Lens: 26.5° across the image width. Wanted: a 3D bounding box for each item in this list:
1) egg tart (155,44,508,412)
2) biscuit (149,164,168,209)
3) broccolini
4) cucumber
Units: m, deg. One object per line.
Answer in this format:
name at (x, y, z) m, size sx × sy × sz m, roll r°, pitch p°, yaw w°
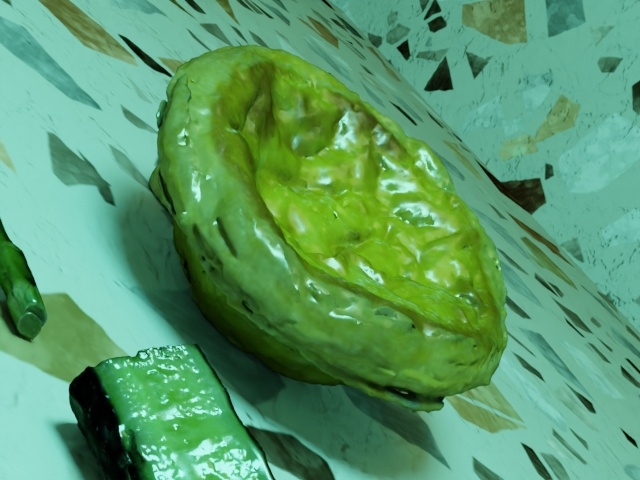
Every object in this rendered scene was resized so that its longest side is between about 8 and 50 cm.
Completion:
egg tart at (0.000, 0.003, 1.018) m, size 0.341 × 0.129 × 0.341 m, roll 30°, pitch 30°, yaw -19°
biscuit at (-0.058, 0.014, 1.122) m, size 0.234 × 0.030 × 0.153 m, roll 48°, pitch 13°, yaw 22°
broccolini at (-0.212, -0.044, 0.825) m, size 0.071 × 0.057 × 0.254 m, roll -19°, pitch 46°, yaw -24°
cucumber at (-0.053, 0.149, 0.666) m, size 0.078 × 0.062 × 0.211 m, roll -11°, pitch 52°, yaw -30°
